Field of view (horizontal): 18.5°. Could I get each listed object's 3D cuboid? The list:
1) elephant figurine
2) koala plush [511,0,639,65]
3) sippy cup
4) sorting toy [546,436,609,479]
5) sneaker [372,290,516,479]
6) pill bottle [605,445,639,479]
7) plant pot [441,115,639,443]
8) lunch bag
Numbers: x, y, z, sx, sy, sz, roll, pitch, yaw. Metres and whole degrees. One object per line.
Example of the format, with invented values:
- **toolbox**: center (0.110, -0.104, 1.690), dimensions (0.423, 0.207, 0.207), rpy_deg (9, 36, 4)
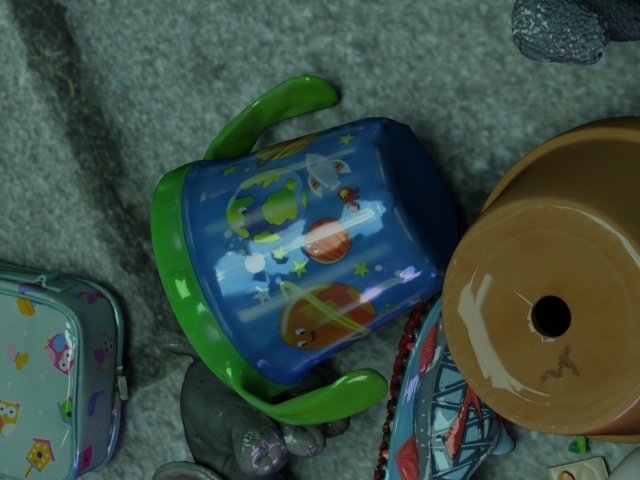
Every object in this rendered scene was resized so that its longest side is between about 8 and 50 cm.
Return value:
- **elephant figurine**: center (-0.081, 0.228, 1.941), dimensions (0.186, 0.169, 0.239), rpy_deg (62, 142, 39)
- **koala plush**: center (0.286, -0.233, 1.629), dimensions (0.221, 0.203, 0.196), rpy_deg (1, 87, 18)
- **sippy cup**: center (0.000, 0.000, 1.798), dimensions (0.224, 0.240, 0.305), rpy_deg (-24, 90, 21)
- **sorting toy**: center (0.239, 0.221, 1.827), dimensions (0.062, 0.012, 0.083), rpy_deg (-17, 91, 31)
- **sneaker**: center (0.124, 0.161, 1.851), dimensions (0.125, 0.104, 0.262), rpy_deg (10, 97, -2)
- **pill bottle**: center (0.373, 0.318, 1.670), dimensions (0.323, 0.181, 0.181), rpy_deg (28, 111, 22)
- **plant pot**: center (0.236, 0.046, 1.688), dimensions (0.291, 0.203, 0.291), rpy_deg (5, 100, 29)
- **lunch bag**: center (-0.332, 0.130, 2.082), dimensions (0.279, 0.108, 0.224), rpy_deg (11, 101, 27)
